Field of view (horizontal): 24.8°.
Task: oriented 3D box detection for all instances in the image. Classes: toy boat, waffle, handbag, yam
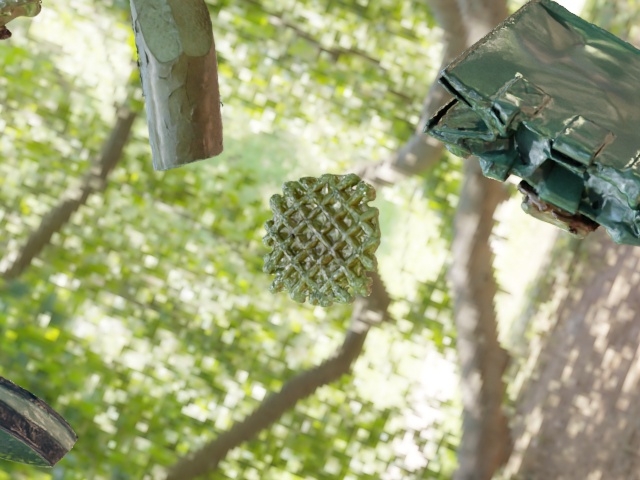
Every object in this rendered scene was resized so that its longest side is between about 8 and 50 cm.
[{"bbox_3d":[-0.418,0.195,1.719,0.096,0.299,0.061,-38,34,37],"label":"toy boat"},{"bbox_3d":[0.000,0.000,1.836,0.036,0.183,0.169,8,-98,-51],"label":"waffle"},{"bbox_3d":[0.244,-0.092,1.301,0.274,0.269,0.100,-49,-14,-55],"label":"handbag"},{"bbox_3d":[-0.185,-0.224,1.890,0.106,0.106,0.259,-55,-42,-83],"label":"yam"}]

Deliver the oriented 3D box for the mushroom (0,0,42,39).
[{"bbox_3d":[-0.413,-0.343,1.467,0.212,0.217,0.292,99,157,-77],"label":"mushroom"}]
